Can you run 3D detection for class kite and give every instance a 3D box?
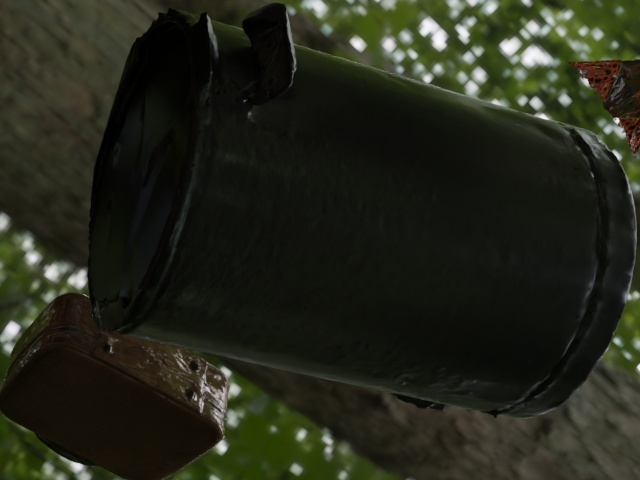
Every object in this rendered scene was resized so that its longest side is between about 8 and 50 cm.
[{"bbox_3d":[0.403,-0.192,1.750,0.125,0.222,0.008,-35,-134,13],"label":"kite"}]

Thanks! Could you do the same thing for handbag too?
[{"bbox_3d":[-0.194,0.141,1.297,0.151,0.193,0.072,-38,-148,34],"label":"handbag"}]

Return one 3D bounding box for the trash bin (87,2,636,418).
[{"bbox_3d":[0.017,-0.009,0.893,0.252,0.301,0.203,-55,-147,36],"label":"trash bin"}]
